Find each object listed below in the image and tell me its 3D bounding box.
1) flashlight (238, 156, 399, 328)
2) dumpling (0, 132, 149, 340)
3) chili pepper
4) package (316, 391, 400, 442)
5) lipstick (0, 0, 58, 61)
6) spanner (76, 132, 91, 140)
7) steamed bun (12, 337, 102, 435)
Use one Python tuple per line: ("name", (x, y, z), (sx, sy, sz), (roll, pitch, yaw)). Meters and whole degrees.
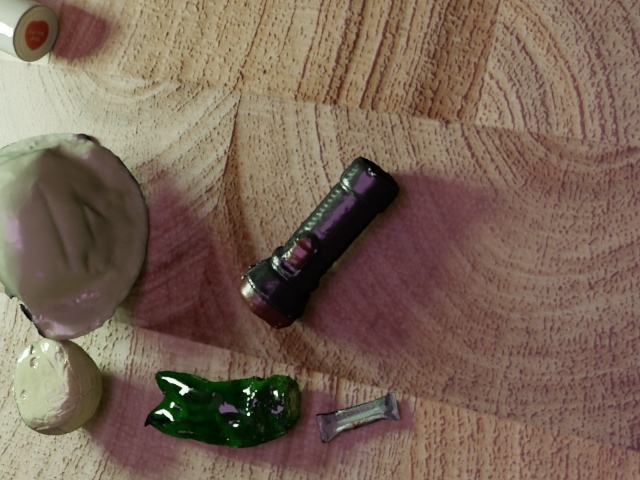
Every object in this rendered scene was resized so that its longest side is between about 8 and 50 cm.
("flashlight", (0.000, 0.000, 1.571), (0.232, 0.093, 0.093), (-49, 65, 13))
("dumpling", (-0.342, -0.016, 1.727), (0.227, 0.175, 0.243), (-22, 108, -12))
("chili pepper", (-0.131, 0.212, 1.624), (0.224, 0.061, 0.098), (-4, 88, 25))
("package", (0.045, 0.214, 1.557), (0.110, 0.015, 0.037), (-21, 75, 25))
("lipstick", (-0.530, -0.354, 1.890), (0.327, 0.087, 0.087), (26, 95, 28))
("spanner", (-0.462, -0.084, 1.839), (0.316, 0.024, 0.087), (-24, 62, 15))
("steamed bun", (-0.344, 0.194, 1.717), (0.112, 0.091, 0.130), (-17, 77, 22))
